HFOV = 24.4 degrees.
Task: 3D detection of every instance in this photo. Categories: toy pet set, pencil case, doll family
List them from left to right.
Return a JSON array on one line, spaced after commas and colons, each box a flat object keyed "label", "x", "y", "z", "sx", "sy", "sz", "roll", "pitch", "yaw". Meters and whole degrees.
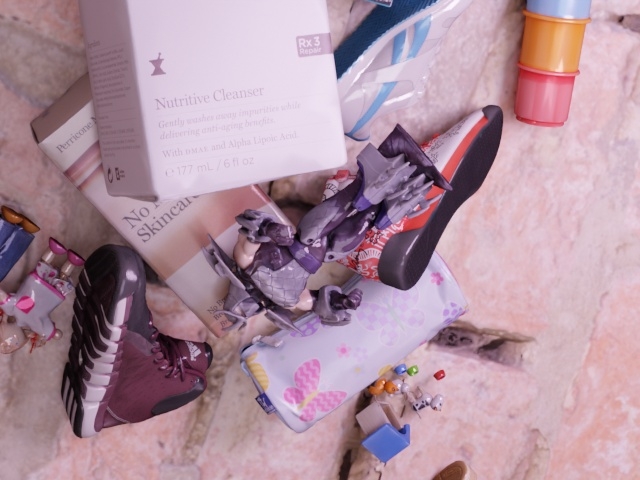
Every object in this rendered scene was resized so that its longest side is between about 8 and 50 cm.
[{"label": "doll family", "x": -0.393, "y": 0.026, "z": 1.609, "sx": 0.263, "sy": 0.118, "sz": 0.163, "roll": 37, "pitch": 88, "yaw": -39}, {"label": "pencil case", "x": 0.039, "y": 0.106, "z": 1.727, "sx": 0.273, "sy": 0.113, "sz": 0.124, "roll": -35, "pitch": 86, "yaw": -2}, {"label": "toy pet set", "x": 0.098, "y": 0.208, "z": 1.769, "sx": 0.114, "sy": 0.065, "sz": 0.122, "roll": -40, "pitch": 155, "yaw": 20}]

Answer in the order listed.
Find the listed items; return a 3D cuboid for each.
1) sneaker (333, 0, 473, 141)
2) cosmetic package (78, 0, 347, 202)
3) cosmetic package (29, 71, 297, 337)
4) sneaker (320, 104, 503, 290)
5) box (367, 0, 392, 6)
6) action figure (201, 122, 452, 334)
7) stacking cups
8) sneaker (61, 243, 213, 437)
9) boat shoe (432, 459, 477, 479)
[{"label": "sneaker", "x": 0.091, "y": -0.212, "z": 1.669, "sx": 0.228, "sy": 0.087, "sz": 0.092, "roll": -42, "pitch": 118, "yaw": 8}, {"label": "cosmetic package", "x": -0.119, "y": -0.245, "z": 1.455, "sx": 0.217, "sy": 0.156, "sz": 0.385, "roll": -13, "pitch": 99, "yaw": -25}, {"label": "cosmetic package", "x": -0.161, "y": -0.057, "z": 1.618, "sx": 0.153, "sy": 0.129, "sz": 0.296, "roll": -42, "pitch": 111, "yaw": 0}, {"label": "sneaker", "x": 0.095, "y": -0.072, "z": 1.698, "sx": 0.270, "sy": 0.145, "sz": 0.090, "roll": -56, "pitch": 151, "yaw": -27}, {"label": "box", "x": -0.030, "y": -0.333, "z": 1.609, "sx": 0.244, "sy": 0.060, "sz": 0.101, "roll": 12, "pitch": 101, "yaw": -17}, {"label": "action figure", "x": 0.000, "y": 0.000, "z": 1.548, "sx": 0.285, "sy": 0.099, "sz": 0.185, "roll": -41, "pitch": 138, "yaw": 5}, {"label": "stacking cups", "x": 0.268, "y": -0.288, "z": 1.683, "sx": 0.096, "sy": 0.096, "sz": 0.316, "roll": 4, "pitch": 106, "yaw": -15}, {"label": "sneaker", "x": -0.190, "y": 0.105, "z": 1.652, "sx": 0.162, "sy": 0.106, "sz": 0.281, "roll": -4, "pitch": 139, "yaw": -25}, {"label": "boat shoe", "x": 0.154, "y": 0.352, "z": 1.857, "sx": 0.059, "sy": 0.063, "sz": 0.170, "roll": 23, "pitch": 108, "yaw": -22}]
